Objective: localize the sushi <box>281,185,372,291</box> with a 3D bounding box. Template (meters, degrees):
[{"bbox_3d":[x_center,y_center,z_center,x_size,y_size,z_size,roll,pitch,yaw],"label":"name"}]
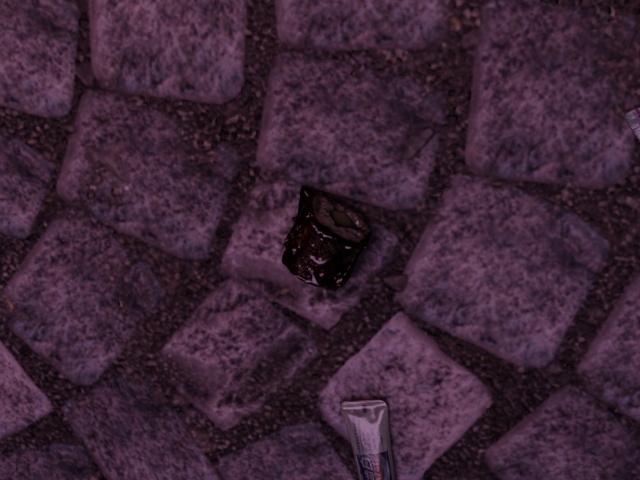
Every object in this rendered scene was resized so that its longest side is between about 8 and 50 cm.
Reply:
[{"bbox_3d":[0.001,0.001,1.337,0.098,0.094,0.084,26,119,0],"label":"sushi"}]

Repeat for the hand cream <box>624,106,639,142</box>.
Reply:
[{"bbox_3d":[0.449,-0.151,1.169,0.275,0.050,0.079,-27,76,30],"label":"hand cream"}]

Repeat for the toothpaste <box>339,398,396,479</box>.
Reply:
[{"bbox_3d":[0.073,0.305,1.472,0.060,0.038,0.233,-6,107,15],"label":"toothpaste"}]
